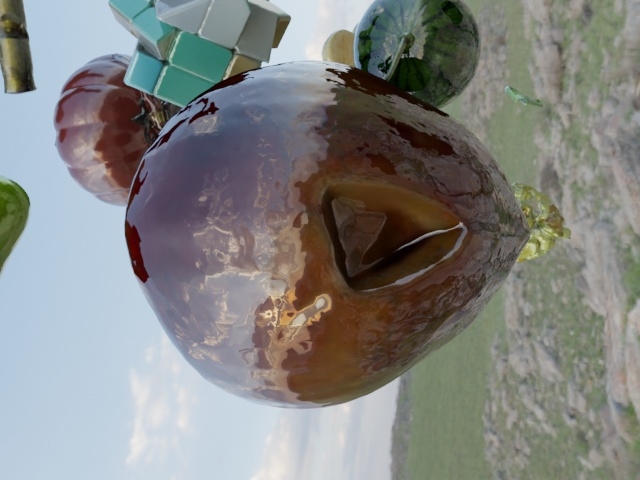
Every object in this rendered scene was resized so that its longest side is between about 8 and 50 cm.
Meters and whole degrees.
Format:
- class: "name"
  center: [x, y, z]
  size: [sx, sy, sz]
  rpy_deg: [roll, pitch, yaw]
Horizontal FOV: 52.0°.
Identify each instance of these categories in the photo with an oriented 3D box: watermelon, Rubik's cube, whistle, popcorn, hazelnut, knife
- class: "watermelon"
  center: [0.137, -0.280, 0.952]
  size: [0.215, 0.188, 0.187]
  rpy_deg: [-9, -74, -70]
- class: "Rubik's cube"
  center: [-0.192, -0.341, 1.029]
  size: [0.212, 0.266, 0.224]
  rpy_deg: [-58, 26, 30]
- class: "whistle"
  center: [-0.564, -0.429, 1.180]
  size: [0.068, 0.057, 0.326]
  rpy_deg: [-149, 53, -62]
- class: "popcorn"
  center: [0.363, -0.029, 1.196]
  size: [0.141, 0.163, 0.135]
  rpy_deg: [62, 150, 30]
- class: "hazelnut"
  center: [0.000, 0.000, 0.728]
  size: [0.429, 0.403, 0.401]
  rpy_deg: [-28, -55, -80]
- class: "knife"
  center: [0.419, -0.296, 1.354]
  size: [0.015, 0.054, 0.212]
  rpy_deg: [-50, -22, 26]

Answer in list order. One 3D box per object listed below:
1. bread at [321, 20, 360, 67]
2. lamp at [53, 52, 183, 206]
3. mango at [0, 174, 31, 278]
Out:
- class: "bread"
  center: [0.108, -0.286, 1.319]
  size: [0.054, 0.316, 0.315]
  rpy_deg: [-3, 76, 54]
- class: "lamp"
  center: [-0.380, -0.214, 1.300]
  size: [0.303, 0.257, 0.302]
  rpy_deg: [-7, -90, -70]
- class: "mango"
  center: [-0.478, 0.040, 0.822]
  size: [0.293, 0.143, 0.175]
  rpy_deg: [-58, -19, -12]
